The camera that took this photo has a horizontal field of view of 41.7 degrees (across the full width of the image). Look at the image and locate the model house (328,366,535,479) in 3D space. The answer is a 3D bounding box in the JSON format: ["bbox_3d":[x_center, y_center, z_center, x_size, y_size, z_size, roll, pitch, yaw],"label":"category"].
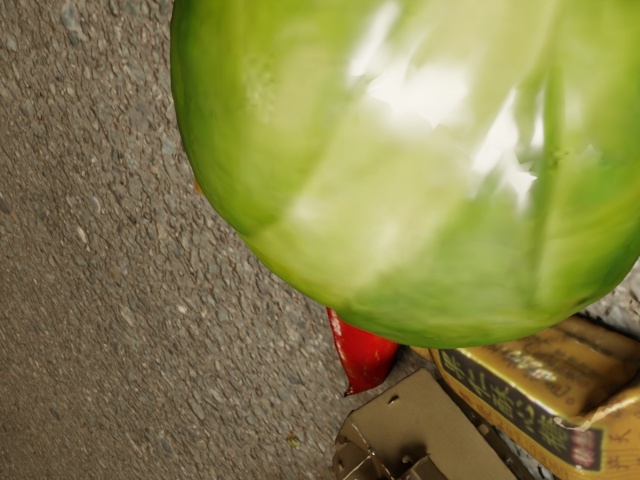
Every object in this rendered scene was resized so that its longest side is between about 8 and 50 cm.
[{"bbox_3d":[0.066,0.228,0.695,0.176,0.248,0.181,-43,70,14],"label":"model house"}]

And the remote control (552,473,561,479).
[{"bbox_3d":[0.259,0.302,0.754,0.063,0.025,0.245,1,115,54],"label":"remote control"}]

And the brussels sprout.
[{"bbox_3d":[0.072,-0.114,0.469,0.275,0.315,0.371,17,125,13],"label":"brussels sprout"}]

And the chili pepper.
[{"bbox_3d":[0.006,0.004,0.783,0.137,0.092,0.369,1,114,49],"label":"chili pepper"}]

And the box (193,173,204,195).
[{"bbox_3d":[-0.081,-0.065,0.896,0.156,0.022,0.089,27,132,37],"label":"box"}]

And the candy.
[{"bbox_3d":[0.156,0.094,0.670,0.271,0.101,0.143,29,142,44],"label":"candy"}]
